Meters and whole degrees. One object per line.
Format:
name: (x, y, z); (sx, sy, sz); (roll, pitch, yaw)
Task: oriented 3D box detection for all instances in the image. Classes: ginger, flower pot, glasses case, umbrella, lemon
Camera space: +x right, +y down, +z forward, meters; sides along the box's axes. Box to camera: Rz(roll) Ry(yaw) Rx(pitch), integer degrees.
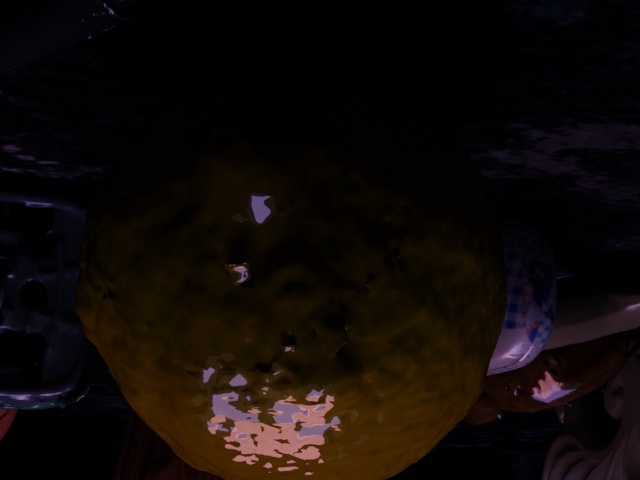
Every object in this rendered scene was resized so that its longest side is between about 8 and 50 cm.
ginger: (0.250, 0.174, 1.517); (0.133, 0.107, 0.309); (23, 157, -16)
flower pot: (0.402, 0.268, 1.533); (0.165, 0.254, 0.367); (13, 164, -10)
glasses case: (0.100, 0.066, 1.078); (0.076, 0.125, 0.327); (10, 165, -25)
umbrella: (-0.137, -0.115, 0.625); (0.133, 0.031, 0.036); (-10, -173, 43)
lemon: (-0.013, 0.020, 0.691); (0.245, 0.245, 0.320); (1, 158, 11)

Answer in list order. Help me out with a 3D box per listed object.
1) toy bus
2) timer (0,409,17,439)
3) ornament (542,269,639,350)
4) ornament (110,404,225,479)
toy bus: (-0.347, 0.047, 1.004); (0.344, 0.183, 0.199); (6, 169, -7)
timer: (-0.466, 0.161, 1.385); (0.215, 0.229, 0.230); (-2, 166, 44)
ornament: (0.257, 0.060, 1.111); (0.230, 0.061, 0.245); (-8, 175, -28)
ornament: (-0.178, 0.241, 1.649); (0.235, 0.217, 0.221); (-2, 165, 23)
